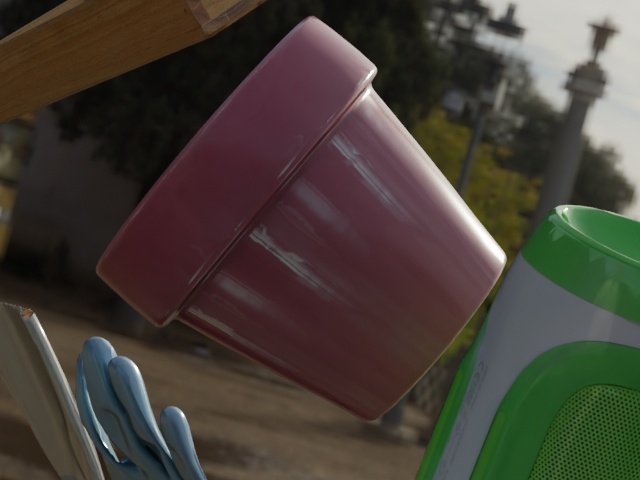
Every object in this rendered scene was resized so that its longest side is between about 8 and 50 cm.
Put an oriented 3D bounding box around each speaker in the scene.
[{"bbox_3d":[0.110,0.138,0.808,0.131,0.296,0.131,18,15,-5],"label":"speaker"}]

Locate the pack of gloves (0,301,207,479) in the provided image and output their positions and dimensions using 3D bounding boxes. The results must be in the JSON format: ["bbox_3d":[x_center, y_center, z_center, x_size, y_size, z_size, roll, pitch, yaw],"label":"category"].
[{"bbox_3d":[-0.074,0.139,0.672,0.046,0.232,0.195,-34,18,-23],"label":"pack of gloves"}]

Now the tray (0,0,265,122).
[{"bbox_3d":[-0.160,-0.211,1.496,0.203,0.076,0.411,-39,17,-34],"label":"tray"}]

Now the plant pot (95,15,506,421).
[{"bbox_3d":[0.000,0.000,0.958,0.180,0.201,0.201,39,-2,-1],"label":"plant pot"}]
